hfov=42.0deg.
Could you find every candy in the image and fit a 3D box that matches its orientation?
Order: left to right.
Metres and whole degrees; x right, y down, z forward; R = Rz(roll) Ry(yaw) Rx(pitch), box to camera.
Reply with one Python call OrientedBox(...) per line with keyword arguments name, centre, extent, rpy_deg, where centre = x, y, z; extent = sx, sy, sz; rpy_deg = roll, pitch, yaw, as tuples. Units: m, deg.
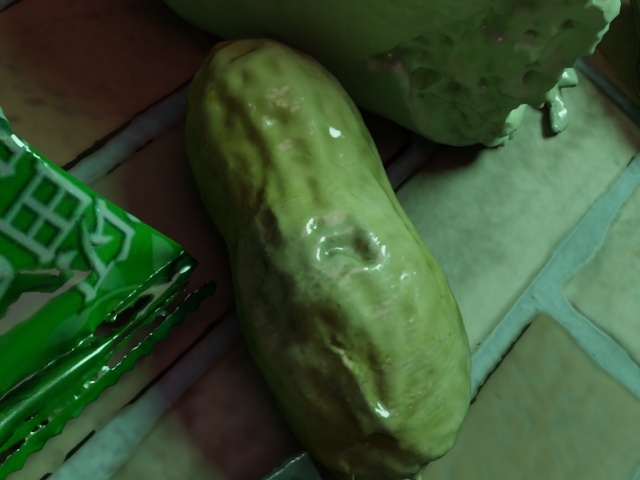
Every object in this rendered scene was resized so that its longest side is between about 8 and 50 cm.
OrientedBox(name="candy", centre=(-0.156, -0.009, 0.323), extent=(0.141, 0.078, 0.203), rpy_deg=(-44, 97, -19))

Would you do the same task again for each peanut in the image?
OrientedBox(name="peanut", centre=(0.000, 0.000, 0.363), extent=(0.099, 0.099, 0.214), rpy_deg=(-8, 64, -22))

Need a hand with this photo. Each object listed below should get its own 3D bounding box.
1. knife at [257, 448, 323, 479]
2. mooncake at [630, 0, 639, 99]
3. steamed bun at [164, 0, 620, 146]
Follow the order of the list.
OrientedBox(name="knife", centre=(-0.086, 0.169, 0.285), extent=(0.245, 0.019, 0.072), rpy_deg=(-30, 97, -23))
OrientedBox(name="mooncake", centre=(0.247, -0.144, 0.514), extent=(0.125, 0.073, 0.130), rpy_deg=(-12, 100, -27))
OrientedBox(name="steamed bun", centre=(0.064, -0.226, 0.393), extent=(0.273, 0.272, 0.290), rpy_deg=(12, 59, -13))
